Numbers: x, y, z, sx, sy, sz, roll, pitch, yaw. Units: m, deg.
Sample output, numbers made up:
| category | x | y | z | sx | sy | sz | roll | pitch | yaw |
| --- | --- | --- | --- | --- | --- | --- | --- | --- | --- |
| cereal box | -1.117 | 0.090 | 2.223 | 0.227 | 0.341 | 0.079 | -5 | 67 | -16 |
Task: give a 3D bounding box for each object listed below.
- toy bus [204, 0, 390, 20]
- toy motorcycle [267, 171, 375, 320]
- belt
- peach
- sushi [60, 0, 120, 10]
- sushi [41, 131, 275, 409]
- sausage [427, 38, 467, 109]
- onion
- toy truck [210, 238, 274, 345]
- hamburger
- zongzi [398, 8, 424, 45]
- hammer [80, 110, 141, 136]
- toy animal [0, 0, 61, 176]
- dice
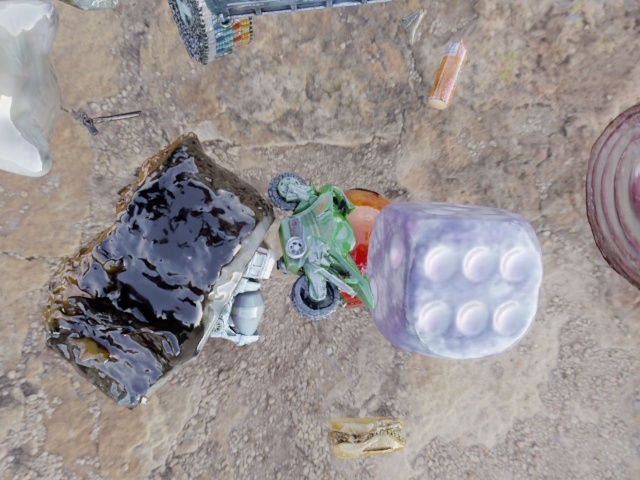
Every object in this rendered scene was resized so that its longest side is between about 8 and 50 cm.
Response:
| category | x | y | z | sx | sy | sz | roll | pitch | yaw |
| --- | --- | --- | --- | --- | --- | --- | --- | --- | --- |
| toy bus | -0.012 | -0.215 | 0.411 | 0.166 | 0.065 | 0.047 | -6 | 94 | -1 |
| toy motorcycle | 0.000 | 0.000 | 0.614 | 0.106 | 0.074 | 0.190 | -9 | 72 | -16 |
| belt | -0.240 | -0.543 | 1.129 | 0.161 | 0.294 | 0.207 | -32 | 55 | -17 |
| peach | 0.110 | 0.029 | 1.571 | 0.371 | 0.370 | 0.369 | 0 | 86 | -3 |
| sushi | -0.224 | -0.339 | 0.506 | 0.126 | 0.136 | 0.225 | 42 | 73 | 18 |
| sushi | -0.211 | 0.048 | 0.624 | 0.208 | 0.234 | 0.348 | 36 | 108 | -6 |
| sausage | 0.403 | -0.526 | 1.576 | 0.071 | 0.071 | 0.234 | 21 | 83 | -1 |
| onion | 0.400 | -0.049 | 0.504 | 0.207 | 0.207 | 0.215 | -2 | 105 | 1 |
| toy truck | -0.176 | 0.109 | 1.102 | 0.140 | 0.108 | 0.256 | 13 | 106 | -26 |
| hamburger | 0.125 | 0.541 | 1.408 | 0.214 | 0.213 | 0.107 | -6 | 72 | -3 |
| zongzi | 0.277 | -0.618 | 1.464 | 0.076 | 0.040 | 0.083 | -28 | 88 | 7 |
| hammer | -0.556 | -0.327 | 1.365 | 0.021 | 0.178 | 0.065 | -25 | 93 | 40 |
| toy animal | -0.279 | -0.178 | 0.302 | 0.188 | 0.266 | 0.307 | 5 | 84 | 18 |
| dice | 0.252 | 0.067 | 1.015 | 0.271 | 0.271 | 0.269 | 1 | 100 | -11 |
